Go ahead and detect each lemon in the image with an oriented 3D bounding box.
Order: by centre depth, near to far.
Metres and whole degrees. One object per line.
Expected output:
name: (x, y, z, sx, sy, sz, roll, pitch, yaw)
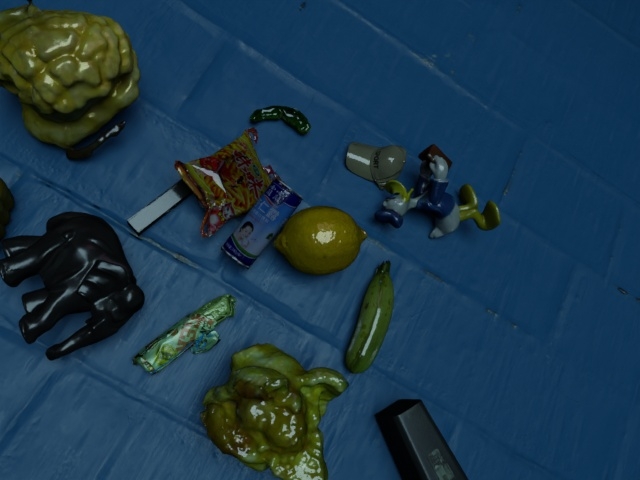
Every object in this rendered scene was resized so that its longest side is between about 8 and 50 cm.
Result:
lemon: (0.000, 0.000, 1.359, 0.256, 0.188, 0.188, -4, 77, -11)

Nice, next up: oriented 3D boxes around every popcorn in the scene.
popcorn: (-0.089, 0.382, 1.186, 0.325, 0.290, 0.321, -35, 105, 1)
popcorn: (-0.603, -0.380, 1.220, 0.349, 0.349, 0.382, -9, 117, -19)

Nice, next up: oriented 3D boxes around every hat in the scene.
hat: (0.163, -0.243, 1.527, 0.175, 0.085, 0.147, 15, 73, -14)

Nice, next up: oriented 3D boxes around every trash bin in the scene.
trash bin: (0.252, 0.534, 1.317, 0.115, 0.165, 0.225, -23, 81, -20)

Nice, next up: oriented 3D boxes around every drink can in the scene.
drink can: (-0.152, -0.045, 1.331, 0.097, 0.097, 0.235, 39, 90, -5)

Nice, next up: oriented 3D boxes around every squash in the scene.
squash: (0.151, 0.205, 1.407, 0.094, 0.094, 0.341, 25, 70, -10)

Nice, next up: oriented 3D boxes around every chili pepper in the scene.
chili pepper: (-0.114, -0.360, 1.490, 0.182, 0.050, 0.073, 9, 80, -13)

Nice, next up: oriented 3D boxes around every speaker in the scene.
speaker: (-0.412, -0.091, 1.332, 0.046, 0.040, 0.191, 47, 68, -2)

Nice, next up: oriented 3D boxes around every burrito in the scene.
burrito: (-0.320, 0.241, 1.268, 0.288, 0.054, 0.104, -37, 89, -22)

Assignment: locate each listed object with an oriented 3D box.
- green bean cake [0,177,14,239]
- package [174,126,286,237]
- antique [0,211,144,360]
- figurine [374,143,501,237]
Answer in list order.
green bean cake: (-0.842, -0.051, 1.143, 0.236, 0.124, 0.233, 10, 74, -14)
package: (-0.242, -0.159, 1.361, 0.288, 0.108, 0.223, -30, 101, -37)
antique: (-0.560, 0.084, 1.166, 0.255, 0.185, 0.322, -20, 79, -20)
figurine: (0.316, -0.126, 1.483, 0.338, 0.204, 0.284, -17, 113, -11)
